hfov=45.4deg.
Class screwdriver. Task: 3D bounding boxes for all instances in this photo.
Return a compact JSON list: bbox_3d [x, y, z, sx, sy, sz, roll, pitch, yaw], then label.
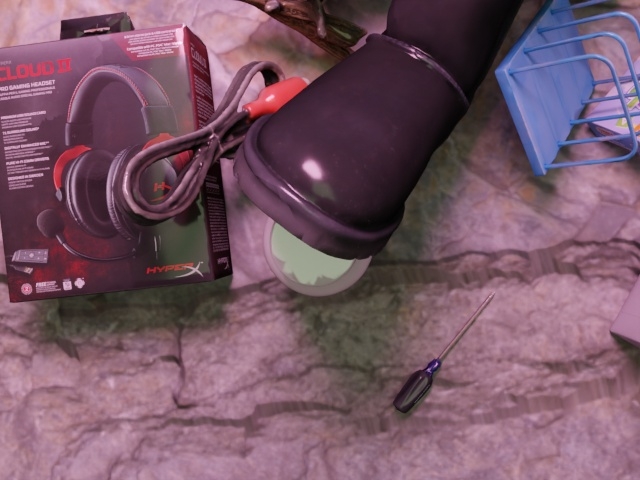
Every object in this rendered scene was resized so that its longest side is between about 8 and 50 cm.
[{"bbox_3d":[0.141,0.124,0.850,0.170,0.024,0.025,-46,118,-4],"label":"screwdriver"}]

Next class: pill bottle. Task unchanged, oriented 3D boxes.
[{"bbox_3d":[0.000,0.000,0.765,0.108,0.193,0.108,0,91,4],"label":"pill bottle"}]

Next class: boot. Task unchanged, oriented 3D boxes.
[{"bbox_3d":[0.124,-0.227,0.606,0.146,0.367,0.445,35,114,1],"label":"boot"}]

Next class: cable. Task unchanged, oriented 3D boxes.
[{"bbox_3d":[-0.082,-0.107,0.752,0.072,0.287,0.139,-12,98,38],"label":"cable"}]

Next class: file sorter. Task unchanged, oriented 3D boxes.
[{"bbox_3d":[0.262,-0.162,0.733,0.170,0.105,0.118,-52,124,-36],"label":"file sorter"}]

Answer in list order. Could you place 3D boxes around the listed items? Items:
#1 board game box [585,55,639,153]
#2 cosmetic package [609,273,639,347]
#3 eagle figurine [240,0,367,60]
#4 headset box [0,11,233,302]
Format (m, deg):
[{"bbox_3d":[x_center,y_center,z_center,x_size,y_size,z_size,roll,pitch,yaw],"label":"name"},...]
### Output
[{"bbox_3d":[0.397,-0.169,0.767,0.039,0.160,0.211,37,94,-38],"label":"board game box"},{"bbox_3d":[0.418,0.035,0.728,0.138,0.224,0.224,27,92,2],"label":"cosmetic package"},{"bbox_3d":[0.015,-0.355,0.767,0.225,0.226,0.298,29,98,23],"label":"eagle figurine"},{"bbox_3d":[-0.223,-0.092,0.818,0.218,0.110,0.293,-6,91,4],"label":"headset box"}]
